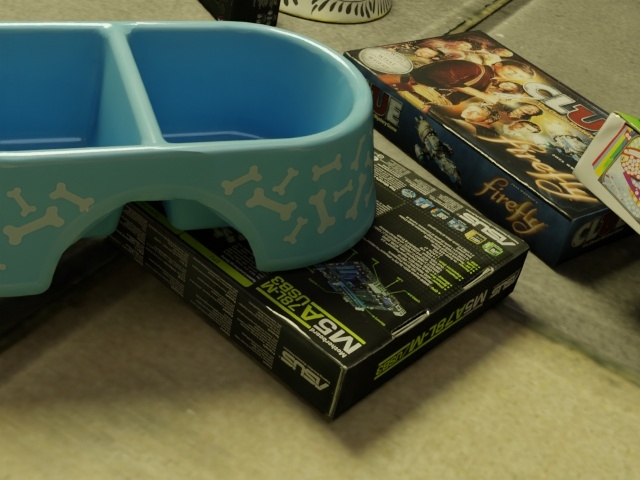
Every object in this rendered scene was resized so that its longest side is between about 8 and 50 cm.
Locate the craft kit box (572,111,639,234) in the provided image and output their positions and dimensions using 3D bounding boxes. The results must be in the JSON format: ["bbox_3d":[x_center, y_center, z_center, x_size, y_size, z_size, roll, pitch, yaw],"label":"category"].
[{"bbox_3d":[0.320,0.022,0.613,0.249,0.061,0.247,7,35,-40],"label":"craft kit box"}]

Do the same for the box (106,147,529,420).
[{"bbox_3d":[0.000,0.000,0.588,0.190,0.045,0.184,35,43,26],"label":"box"}]

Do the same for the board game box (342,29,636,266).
[{"bbox_3d":[0.149,-0.085,0.760,0.165,0.042,0.243,-17,46,-37],"label":"board game box"}]

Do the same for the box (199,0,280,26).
[{"bbox_3d":[-0.075,-0.234,0.866,0.052,0.062,0.083,-11,43,-31],"label":"box"}]

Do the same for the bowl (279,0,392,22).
[{"bbox_3d":[-0.003,-0.286,0.948,0.170,0.080,0.170,9,36,-7],"label":"bowl"}]

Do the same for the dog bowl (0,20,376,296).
[{"bbox_3d":[-0.104,-0.057,0.534,0.297,0.074,0.166,-5,41,-20],"label":"dog bowl"}]
